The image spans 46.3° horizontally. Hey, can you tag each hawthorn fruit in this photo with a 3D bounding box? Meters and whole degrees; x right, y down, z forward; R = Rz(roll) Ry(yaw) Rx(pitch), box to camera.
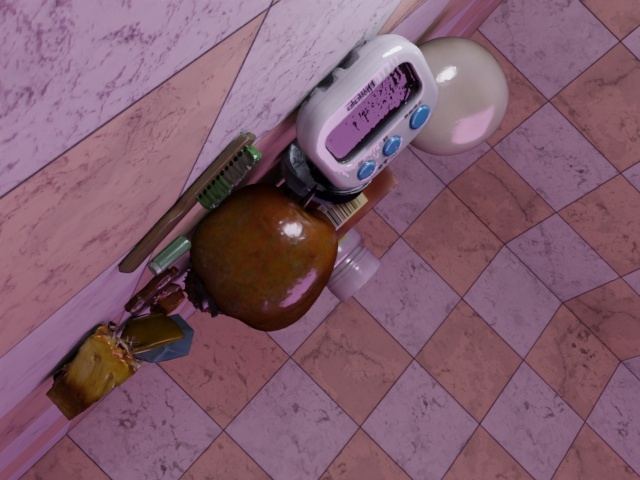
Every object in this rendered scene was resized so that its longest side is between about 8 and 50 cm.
[{"bbox_3d":[-0.092,0.017,1.432,0.301,0.268,0.268,-46,180,5],"label":"hawthorn fruit"}]

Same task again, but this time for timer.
[{"bbox_3d":[0.082,-0.224,1.306,0.262,0.087,0.237,-45,145,1],"label":"timer"}]

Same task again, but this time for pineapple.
[{"bbox_3d":[-0.259,0.108,1.778,0.141,0.170,0.310,-30,-174,-7],"label":"pineapple"},{"bbox_3d":[-0.443,0.257,1.466,0.186,0.114,0.236,-45,-177,-37],"label":"pineapple"}]

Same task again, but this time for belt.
[{"bbox_3d":[0.013,-0.153,1.583,0.078,0.198,0.151,134,-36,-68],"label":"belt"}]

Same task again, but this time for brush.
[{"bbox_3d":[-0.187,-0.045,1.090,0.282,0.048,0.054,-44,178,14],"label":"brush"}]

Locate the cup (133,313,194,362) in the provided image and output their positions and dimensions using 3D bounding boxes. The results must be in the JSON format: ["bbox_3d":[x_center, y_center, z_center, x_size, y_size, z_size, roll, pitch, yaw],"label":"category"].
[{"bbox_3d":[-0.471,0.288,2.173,0.148,0.134,0.235,-19,174,7],"label":"cup"}]

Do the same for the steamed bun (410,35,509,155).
[{"bbox_3d":[0.341,-0.374,1.977,0.324,0.324,0.206,-45,-148,12],"label":"steamed bun"}]

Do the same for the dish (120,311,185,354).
[{"bbox_3d":[-0.411,0.218,1.772,0.148,0.080,0.207,-24,170,34],"label":"dish"}]

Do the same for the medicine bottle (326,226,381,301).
[{"bbox_3d":[0.000,0.000,2.383,0.213,0.378,0.213,-45,-179,1],"label":"medicine bottle"}]

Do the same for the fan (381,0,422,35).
[{"bbox_3d":[0.106,-0.358,1.391,0.414,0.012,0.233,-44,-178,8],"label":"fan"}]

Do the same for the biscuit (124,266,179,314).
[{"bbox_3d":[-0.354,0.110,1.605,0.138,0.031,0.205,-45,-178,-11],"label":"biscuit"}]

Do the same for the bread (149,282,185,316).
[{"bbox_3d":[-0.381,0.153,1.847,0.074,0.053,0.132,-40,178,-30],"label":"bread"}]

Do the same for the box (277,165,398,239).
[{"bbox_3d":[-0.045,-0.062,1.804,0.344,0.122,0.385,-43,-165,-18],"label":"box"}]

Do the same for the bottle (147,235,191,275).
[{"bbox_3d":[-0.268,0.027,1.328,0.083,0.030,0.030,-44,180,-27],"label":"bottle"}]
